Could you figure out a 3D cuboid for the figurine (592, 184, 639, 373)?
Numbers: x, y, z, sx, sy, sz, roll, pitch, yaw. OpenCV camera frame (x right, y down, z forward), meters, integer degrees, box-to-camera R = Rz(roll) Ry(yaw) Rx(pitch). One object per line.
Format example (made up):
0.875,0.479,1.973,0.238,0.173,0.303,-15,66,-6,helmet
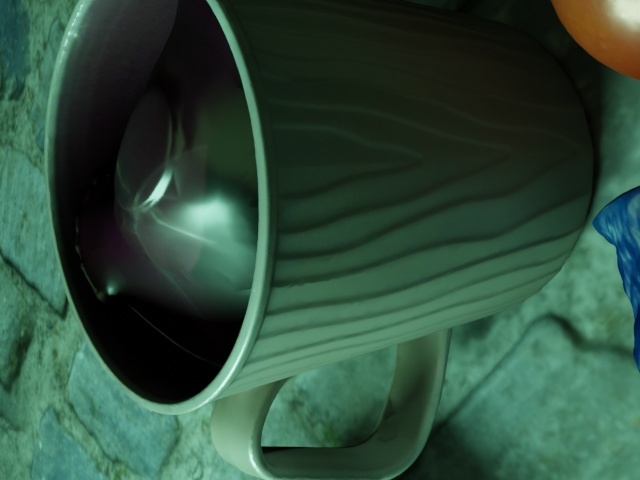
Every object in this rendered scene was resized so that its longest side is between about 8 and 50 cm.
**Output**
0.220,0.078,0.395,0.164,0.120,0.262,-47,63,37,figurine

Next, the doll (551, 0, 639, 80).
0.169,-0.135,0.393,0.290,0.161,0.130,45,137,25,doll

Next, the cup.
0.011,-0.008,0.504,0.208,0.273,0.288,-33,71,45,cup
